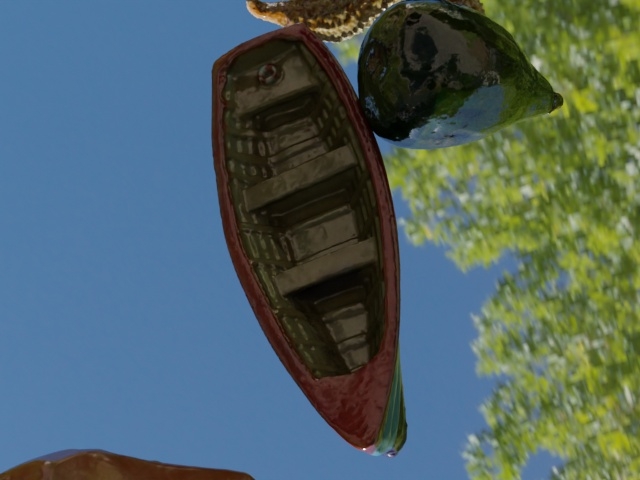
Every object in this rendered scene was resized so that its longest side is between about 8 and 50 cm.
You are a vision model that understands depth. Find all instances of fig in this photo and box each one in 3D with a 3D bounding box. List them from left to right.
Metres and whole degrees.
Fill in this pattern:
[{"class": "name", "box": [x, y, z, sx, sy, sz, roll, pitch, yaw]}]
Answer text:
[{"class": "fig", "box": [0.118, -0.125, 1.260, 0.177, 0.117, 0.117, 6, -115, -18]}]

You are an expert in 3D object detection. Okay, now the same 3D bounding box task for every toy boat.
[{"class": "toy boat", "box": [0.000, 0.000, 1.251, 0.136, 0.079, 0.392, -23, -124, 10]}]

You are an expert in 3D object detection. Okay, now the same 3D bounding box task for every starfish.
[{"class": "starfish", "box": [0.115, -0.290, 1.434, 0.301, 0.084, 0.294, 20, -103, 38]}]

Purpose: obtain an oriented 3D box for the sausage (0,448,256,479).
[{"class": "sausage", "box": [-0.126, 0.225, 1.180, 0.258, 0.133, 0.133, 12, -115, -23]}]
